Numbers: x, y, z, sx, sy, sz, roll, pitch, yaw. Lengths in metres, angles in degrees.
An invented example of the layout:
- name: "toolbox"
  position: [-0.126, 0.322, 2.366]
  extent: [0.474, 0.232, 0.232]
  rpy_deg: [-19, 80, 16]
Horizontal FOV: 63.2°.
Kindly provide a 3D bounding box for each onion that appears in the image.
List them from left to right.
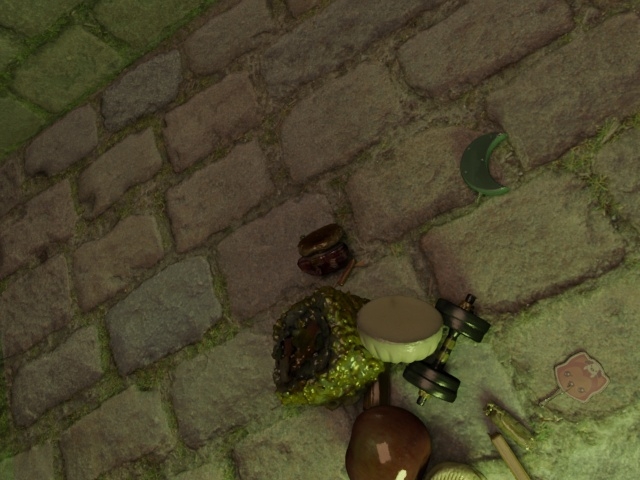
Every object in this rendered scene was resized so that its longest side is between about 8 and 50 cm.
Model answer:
- name: "onion"
  position: [0.024, 0.075, 1.966]
  extent: [0.206, 0.151, 0.098]
  rpy_deg: [-17, 106, 31]

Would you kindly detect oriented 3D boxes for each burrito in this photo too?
- name: "burrito"
  position: [0.579, 0.567, 1.590]
  extent: [0.188, 0.045, 0.058]
  rpy_deg: [40, 102, 27]

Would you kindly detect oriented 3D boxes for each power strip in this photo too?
- name: "power strip"
  position: [0.575, -0.252, 1.820]
  extent: [0.167, 0.054, 0.253]
  rpy_deg: [-3, 74, 27]
- name: "power strip"
  position: [0.598, 0.701, 1.531]
  extent: [0.044, 0.064, 0.305]
  rpy_deg: [-33, 64, 6]

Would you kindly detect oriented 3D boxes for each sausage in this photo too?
- name: "sausage"
  position: [0.100, 0.120, 1.955]
  extent: [0.026, 0.026, 0.116]
  rpy_deg: [28, 90, 29]

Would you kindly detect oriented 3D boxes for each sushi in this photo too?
- name: "sushi"
  position: [0.014, 0.378, 1.748]
  extent: [0.396, 0.240, 0.351]
  rpy_deg: [-39, 48, 35]

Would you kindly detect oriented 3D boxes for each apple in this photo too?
- name: "apple"
  position: [0.203, 0.663, 1.601]
  extent: [0.235, 0.306, 0.306]
  rpy_deg: [16, 83, 27]

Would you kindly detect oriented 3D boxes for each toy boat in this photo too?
- name: "toy boat"
  position: [0.169, 0.467, 1.788]
  extent: [0.121, 0.089, 0.321]
  rpy_deg: [-8, 72, 32]

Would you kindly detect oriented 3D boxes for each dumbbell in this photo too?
- name: "dumbbell"
  position: [0.401, 0.349, 1.660]
  extent: [0.185, 0.185, 0.388]
  rpy_deg: [26, 88, 29]

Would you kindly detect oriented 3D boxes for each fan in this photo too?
- name: "fan"
  position: [0.750, 0.436, 1.566]
  extent: [0.220, 0.009, 0.132]
  rpy_deg: [-39, 62, 10]

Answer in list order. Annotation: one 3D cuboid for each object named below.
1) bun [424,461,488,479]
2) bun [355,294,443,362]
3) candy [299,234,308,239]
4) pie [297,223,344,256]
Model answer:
- name: "bun"
  position: [0.411, 0.774, 1.561]
  extent: [0.220, 0.134, 0.220]
  rpy_deg: [-6, 71, 17]
- name: "bun"
  position: [0.238, 0.299, 1.586]
  extent: [0.263, 0.263, 0.175]
  rpy_deg: [12, 121, 28]
- name: "candy"
  position: [-0.044, -0.023, 2.070]
  extent: [0.083, 0.025, 0.023]
  rpy_deg: [-25, 94, 8]
- name: "pie"
  position: [0.000, 0.000, 1.970]
  extent: [0.195, 0.195, 0.046]
  rpy_deg: [-25, 111, 10]
